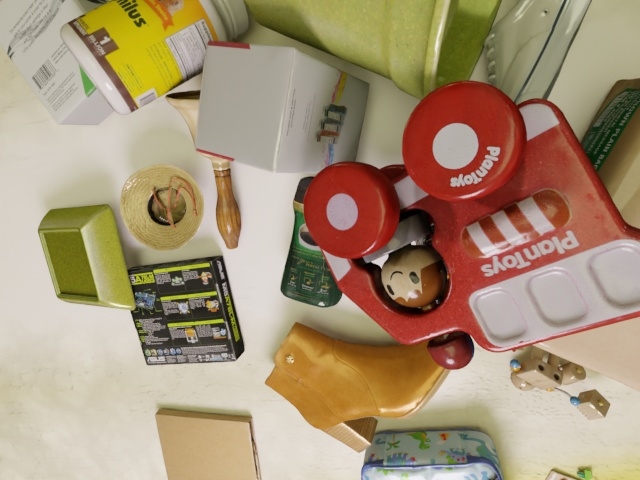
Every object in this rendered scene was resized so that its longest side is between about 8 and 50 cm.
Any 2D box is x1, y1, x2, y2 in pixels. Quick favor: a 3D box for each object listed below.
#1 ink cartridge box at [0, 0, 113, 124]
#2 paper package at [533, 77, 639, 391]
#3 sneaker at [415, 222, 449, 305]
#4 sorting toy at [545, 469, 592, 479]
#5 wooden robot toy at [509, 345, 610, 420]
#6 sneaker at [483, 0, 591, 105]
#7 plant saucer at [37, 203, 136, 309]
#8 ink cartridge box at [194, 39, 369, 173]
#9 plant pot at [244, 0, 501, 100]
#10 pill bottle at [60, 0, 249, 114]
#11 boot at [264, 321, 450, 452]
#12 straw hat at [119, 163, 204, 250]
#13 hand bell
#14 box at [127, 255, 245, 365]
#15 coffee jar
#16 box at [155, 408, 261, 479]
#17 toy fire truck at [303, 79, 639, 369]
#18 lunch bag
[{"bbox_3d":[-0.387,-0.306,0.611,0.153,0.087,0.208,-32,96,19],"label":"ink cartridge box"},{"bbox_3d":[0.421,0.015,0.451,0.310,0.168,0.324,24,109,7],"label":"paper package"},{"bbox_3d":[0.175,0.012,0.549,0.088,0.093,0.225,-18,98,19],"label":"sneaker"},{"bbox_3d":[0.391,0.388,0.632,0.062,0.012,0.083,19,108,9],"label":"sorting toy"},{"bbox_3d":[0.318,0.193,0.587,0.173,0.076,0.079,32,144,4],"label":"wooden robot toy"},{"bbox_3d":[0.243,-0.218,0.487,0.091,0.094,0.258,26,103,22],"label":"sneaker"},{"bbox_3d":[-0.422,0.037,0.704,0.189,0.045,0.188,-1,104,29],"label":"plant saucer"},{"bbox_3d":[-0.040,-0.156,0.503,0.128,0.176,0.127,19,106,29],"label":"ink cartridge box"},{"bbox_3d":[0.055,-0.302,0.431,0.254,0.276,0.275,23,108,20],"label":"plant pot"},{"bbox_3d":[-0.205,-0.266,0.524,0.215,0.117,0.117,-37,93,-14],"label":"pill bottle"},{"bbox_3d":[0.048,0.187,0.619,0.211,0.104,0.295,37,113,2],"label":"boot"},{"bbox_3d":[-0.242,-0.056,0.652,0.145,0.061,0.144,2,104,9],"label":"straw hat"},{"bbox_3d":[-0.150,-0.098,0.613,0.126,0.126,0.241,6,118,12],"label":"hand bell"},{"bbox_3d":[-0.243,0.127,0.708,0.191,0.045,0.184,-8,99,17],"label":"box"},{"bbox_3d":[0.000,0.000,0.596,0.096,0.079,0.184,15,108,13],"label":"coffee jar"},{"bbox_3d":[-0.219,0.412,0.784,0.201,0.021,0.164,-2,103,15],"label":"box"},{"bbox_3d":[0.141,0.004,0.425,0.302,0.169,0.253,-31,80,33],"label":"toy fire truck"},{"bbox_3d":[0.187,0.404,0.649,0.219,0.090,0.175,-11,104,17],"label":"lunch bag"}]
